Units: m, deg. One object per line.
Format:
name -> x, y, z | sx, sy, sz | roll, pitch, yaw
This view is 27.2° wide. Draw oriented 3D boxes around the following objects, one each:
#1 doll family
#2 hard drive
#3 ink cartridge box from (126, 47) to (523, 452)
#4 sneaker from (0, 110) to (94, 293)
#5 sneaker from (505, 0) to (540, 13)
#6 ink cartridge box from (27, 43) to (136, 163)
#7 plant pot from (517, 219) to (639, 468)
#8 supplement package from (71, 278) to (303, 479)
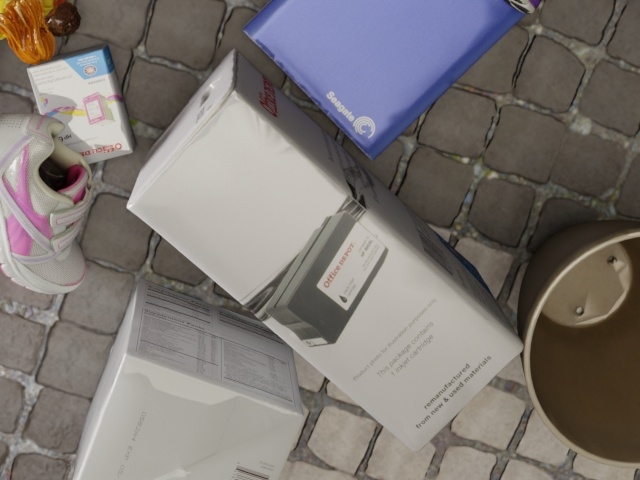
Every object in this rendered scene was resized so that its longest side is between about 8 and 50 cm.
doll family -> -0.375, -0.230, 1.401 | 0.263, 0.118, 0.163 | -26, 96, 5
hard drive -> 0.100, -0.273, 1.476 | 0.319, 0.040, 0.210 | -44, 104, 7
ink cartridge box -> 0.000, 0.000, 1.415 | 0.395, 0.285, 0.166 | 42, 99, -13
sneaker -> -0.298, -0.036, 1.436 | 0.111, 0.103, 0.252 | -1, 136, 16
sneaker -> 0.203, -0.324, 1.416 | 0.071, 0.068, 0.169 | -25, 105, -4
ink cartridge box -> -0.265, -0.148, 1.476 | 0.089, 0.052, 0.122 | -15, 107, 0
plant pot -> 0.323, 0.080, 1.467 | 0.257, 0.274, 0.256 | -1, 104, -4
supplement package -> -0.150, 0.197, 1.468 | 0.198, 0.262, 0.199 | 20, 103, -10
